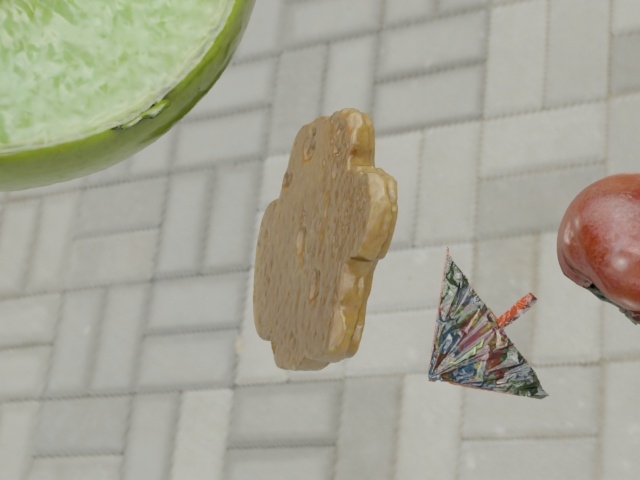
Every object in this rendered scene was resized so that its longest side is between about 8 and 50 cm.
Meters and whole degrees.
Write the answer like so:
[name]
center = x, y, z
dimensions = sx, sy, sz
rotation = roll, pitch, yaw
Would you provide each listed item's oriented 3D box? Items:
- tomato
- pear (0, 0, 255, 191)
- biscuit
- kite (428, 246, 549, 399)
[tomato]
center = 0.338, 0.006, 1.388
dimensions = 0.187, 0.187, 0.151
rotation = 39, 101, 40
[pear]
center = -0.189, -0.172, 0.924
dimensions = 0.342, 0.238, 0.318
rotation = -60, 16, -11
[biscuit]
center = 0.004, 0.001, 1.362
dimensions = 0.376, 0.051, 0.269
rotation = 151, 124, -68
[kite]
center = 0.205, 0.119, 1.703
dimensions = 0.189, 0.009, 0.232
rotation = -34, 81, -19
